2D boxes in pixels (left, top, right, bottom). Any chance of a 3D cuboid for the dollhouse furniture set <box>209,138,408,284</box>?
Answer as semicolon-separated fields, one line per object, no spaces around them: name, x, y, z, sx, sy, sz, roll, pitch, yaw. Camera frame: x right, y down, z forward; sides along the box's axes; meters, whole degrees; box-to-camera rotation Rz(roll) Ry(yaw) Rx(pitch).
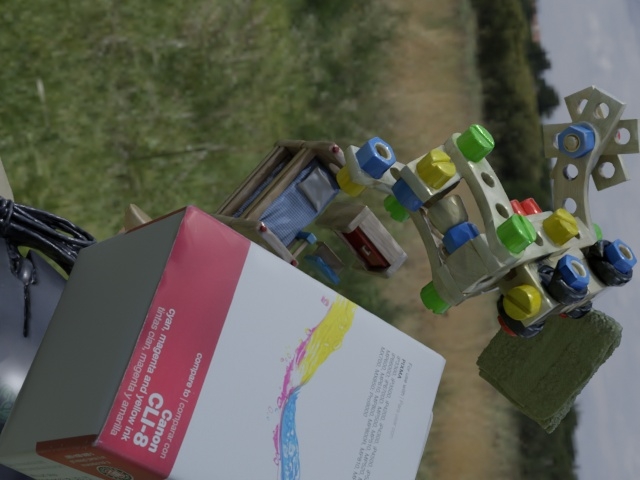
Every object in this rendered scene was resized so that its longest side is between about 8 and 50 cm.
dollhouse furniture set;0.000;0.000;1.301;0.184;0.129;0.129;49;-18;-24

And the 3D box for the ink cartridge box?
ink cartridge box;-0.048;0.087;0.619;0.176;0.128;0.127;31;61;-27

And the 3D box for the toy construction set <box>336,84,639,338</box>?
toy construction set;0.185;-0.029;1.111;0.215;0.327;0.151;57;-41;16

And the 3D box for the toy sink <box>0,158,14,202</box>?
toy sink;-0.377;-0.066;1.086;0.234;0.152;0.131;86;-9;-50

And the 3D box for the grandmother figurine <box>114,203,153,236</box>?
grandmother figurine;-0.261;0.119;1.176;0.104;0.342;0.208;48;4;29

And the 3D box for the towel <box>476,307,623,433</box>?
towel;0.231;0.113;1.218;0.027;0.110;0.148;-18;143;-54

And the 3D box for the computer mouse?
computer mouse;-0.213;0.051;0.783;0.188;0.072;0.272;23;37;-31
